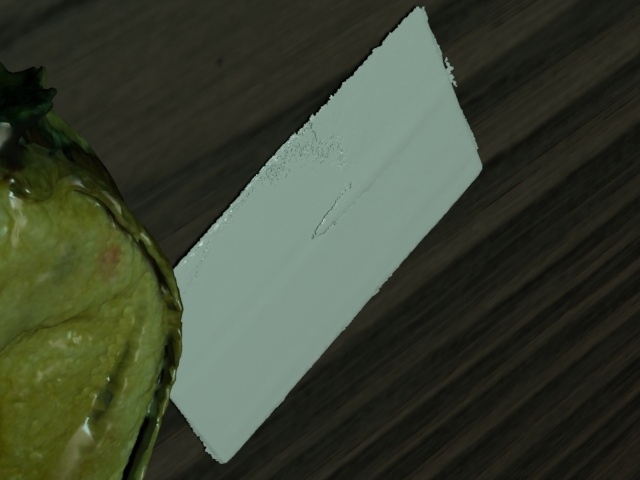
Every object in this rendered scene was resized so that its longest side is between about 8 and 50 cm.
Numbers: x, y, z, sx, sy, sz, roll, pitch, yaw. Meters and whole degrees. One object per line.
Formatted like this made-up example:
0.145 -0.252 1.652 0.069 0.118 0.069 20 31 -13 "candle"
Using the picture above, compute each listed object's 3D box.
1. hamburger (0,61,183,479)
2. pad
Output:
-0.151 0.067 0.680 0.211 0.132 0.309 -2 118 -52 "hamburger"
0.000 0.000 0.939 0.232 0.004 0.156 -48 145 -15 "pad"
